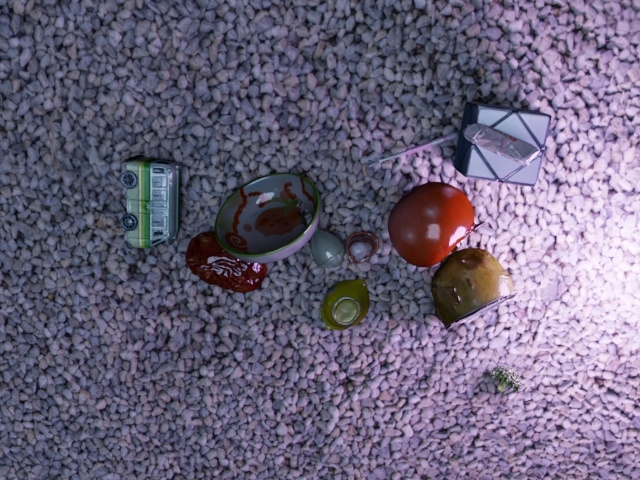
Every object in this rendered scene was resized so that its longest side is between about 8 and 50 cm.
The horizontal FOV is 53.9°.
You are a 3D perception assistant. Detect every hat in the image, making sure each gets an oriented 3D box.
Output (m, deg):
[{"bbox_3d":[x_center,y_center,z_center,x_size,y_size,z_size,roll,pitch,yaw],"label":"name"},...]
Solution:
[{"bbox_3d":[0.122,0.028,1.905,0.112,0.162,0.093,-44,96,9],"label":"hat"}]

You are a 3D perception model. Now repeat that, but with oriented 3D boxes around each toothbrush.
[{"bbox_3d":[0.273,-0.269,1.886,0.287,0.025,0.020,-19,104,7],"label":"toothbrush"}]

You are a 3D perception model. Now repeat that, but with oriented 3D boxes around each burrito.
[{"bbox_3d":[0.471,-0.255,1.651,0.203,0.064,0.064,21,105,-5],"label":"burrito"}]

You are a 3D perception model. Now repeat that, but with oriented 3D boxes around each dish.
[{"bbox_3d":[-0.139,-0.045,1.859,0.324,0.324,0.124,-17,137,7],"label":"dish"},{"bbox_3d":[0.078,0.217,2.001,0.149,0.080,0.207,31,103,-5],"label":"dish"}]

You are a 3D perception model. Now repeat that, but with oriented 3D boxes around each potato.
[{"bbox_3d":[0.441,0.135,1.890,0.247,0.299,0.196,-21,73,-9],"label":"potato"}]

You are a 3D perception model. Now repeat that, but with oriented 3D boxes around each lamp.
[{"bbox_3d":[0.000,0.000,1.940,0.106,0.106,0.193,-35,92,11],"label":"lamp"}]

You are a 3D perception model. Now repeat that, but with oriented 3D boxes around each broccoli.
[{"bbox_3d":[0.602,0.450,2.036,0.095,0.097,0.092,39,93,33],"label":"broccoli"}]

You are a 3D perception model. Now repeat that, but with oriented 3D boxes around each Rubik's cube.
[{"bbox_3d":[0.506,-0.277,1.778,0.207,0.205,0.204,9,105,2],"label":"Rubik's cube"}]

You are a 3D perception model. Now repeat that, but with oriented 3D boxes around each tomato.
[{"bbox_3d":[0.321,-0.047,1.828,0.256,0.256,0.224,-39,93,12],"label":"tomato"}]

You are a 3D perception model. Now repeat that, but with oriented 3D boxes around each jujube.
[{"bbox_3d":[-0.286,0.065,1.933,0.251,0.174,0.174,21,105,-1],"label":"jujube"}]

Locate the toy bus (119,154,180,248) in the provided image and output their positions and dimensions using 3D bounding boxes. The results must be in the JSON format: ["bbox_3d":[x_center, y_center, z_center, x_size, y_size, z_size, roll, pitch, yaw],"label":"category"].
[{"bbox_3d":[-0.510,-0.113,1.914,0.165,0.133,0.276,4,106,2],"label":"toy bus"}]

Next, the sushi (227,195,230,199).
[{"bbox_3d":[-0.272,-0.097,1.962,0.046,0.044,0.083,7,109,-21],"label":"sushi"}]
